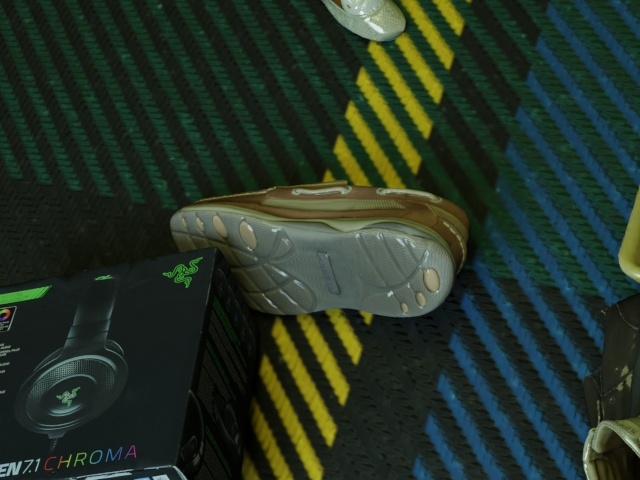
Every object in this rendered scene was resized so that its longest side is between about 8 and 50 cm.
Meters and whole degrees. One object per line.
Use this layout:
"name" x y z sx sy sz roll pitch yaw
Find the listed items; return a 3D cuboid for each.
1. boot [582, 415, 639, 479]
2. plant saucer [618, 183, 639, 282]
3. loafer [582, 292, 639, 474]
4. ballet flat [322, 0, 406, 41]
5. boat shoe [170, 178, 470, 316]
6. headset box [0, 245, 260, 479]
"boot" 0.285 0.137 0.925 0.077 0.165 0.213 -6 83 54
"plant saucer" 0.441 -0.043 0.945 0.332 0.081 0.333 10 51 21
"loafer" 0.270 0.148 1.009 0.078 0.080 0.220 -5 63 52
"ballet flat" 0.023 -0.276 1.272 0.168 0.052 0.057 40 84 27
"boat shoe" 0.000 0.000 1.141 0.324 0.123 0.116 8 37 30
"headset box" -0.199 0.149 1.071 0.246 0.131 0.283 -10 40 14
